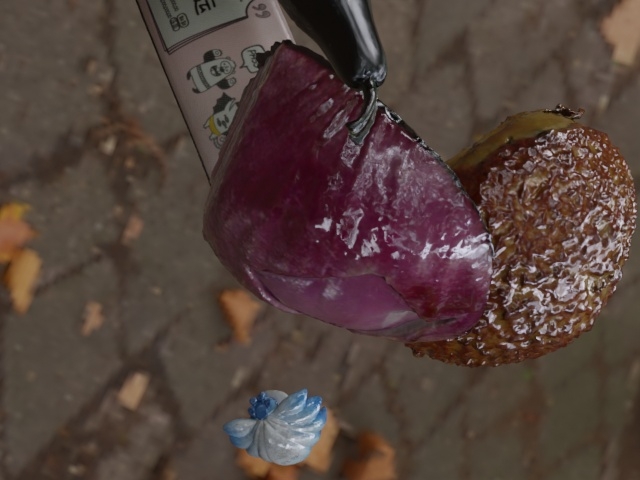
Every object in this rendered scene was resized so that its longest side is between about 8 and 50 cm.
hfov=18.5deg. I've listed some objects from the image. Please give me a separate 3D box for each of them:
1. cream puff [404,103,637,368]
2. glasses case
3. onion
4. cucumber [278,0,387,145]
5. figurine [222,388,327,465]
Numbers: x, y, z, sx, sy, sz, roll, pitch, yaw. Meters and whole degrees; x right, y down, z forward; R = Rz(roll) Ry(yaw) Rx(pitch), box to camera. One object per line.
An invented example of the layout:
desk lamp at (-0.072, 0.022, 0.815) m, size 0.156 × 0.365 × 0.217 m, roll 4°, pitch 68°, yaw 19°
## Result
cream puff at (0.215, 0.013, 2.167) m, size 0.350 × 0.229 × 0.350 m, roll -31°, pitch 161°, yaw -12°
glasses case at (-0.079, -0.157, 1.776) m, size 0.122 × 0.314 × 0.075 m, roll -21°, pitch 157°, yaw -3°
onion at (0.000, 0.000, 1.439) m, size 0.111 × 0.247 × 0.250 m, roll -41°, pitch 168°, yaw -30°
cucumber at (-0.006, -0.113, 0.783) m, size 0.043 × 0.163 × 0.039 m, roll -28°, pitch 153°, yaw -3°
figurine at (-0.040, 0.199, 2.081) m, size 0.114 × 0.079 × 0.114 m, roll -19°, pitch 148°, yaw -12°
